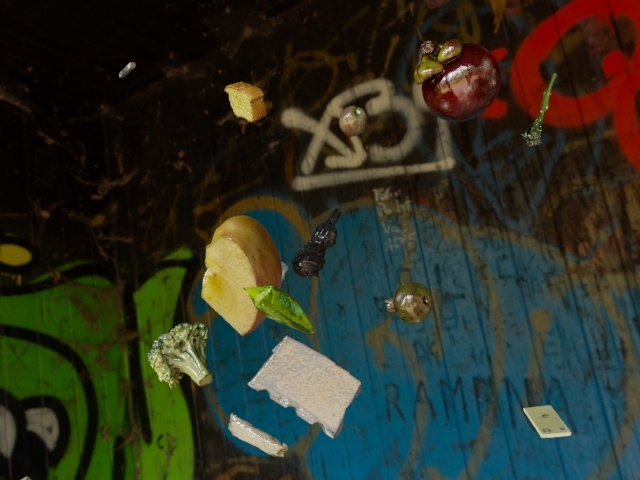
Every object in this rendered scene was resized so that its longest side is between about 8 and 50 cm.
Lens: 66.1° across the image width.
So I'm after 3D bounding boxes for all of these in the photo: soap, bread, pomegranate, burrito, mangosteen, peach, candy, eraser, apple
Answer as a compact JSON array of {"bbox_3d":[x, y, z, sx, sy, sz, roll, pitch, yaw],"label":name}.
[{"bbox_3d":[-0.048,0.356,1.281,0.258,0.159,0.302,31,-13,-5],"label":"soap"},{"bbox_3d":[-0.230,-0.430,1.517,0.065,0.103,0.187,-31,33,-23],"label":"bread"},{"bbox_3d":[0.385,0.260,2.123,0.179,0.179,0.210,-5,17,-27],"label":"pomegranate"},{"bbox_3d":[-0.250,0.767,1.922,0.275,0.082,0.059,20,31,23],"label":"burrito"},{"bbox_3d":[0.355,-0.441,1.325,0.258,0.215,0.215,26,-28,-29],"label":"mangosteen"},{"bbox_3d":[0.089,-0.329,1.361,0.083,0.083,0.083,-10,-10,-2],"label":"peach"},{"bbox_3d":[-0.109,0.155,1.223,0.149,0.069,0.246,29,-6,-22],"label":"candy"},{"bbox_3d":[-0.710,-0.626,1.806,0.099,0.019,0.027,-15,14,42],"label":"eraser"},{"bbox_3d":[-0.236,0.092,1.509,0.252,0.314,0.309,13,-57,-14],"label":"apple"}]

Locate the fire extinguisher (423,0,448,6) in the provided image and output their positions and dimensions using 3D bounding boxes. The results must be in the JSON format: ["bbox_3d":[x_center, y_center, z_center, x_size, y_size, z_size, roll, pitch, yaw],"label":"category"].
[{"bbox_3d":[0.343,-0.758,1.451,0.147,0.106,0.337,16,39,26],"label":"fire extinguisher"}]

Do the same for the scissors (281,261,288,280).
[{"bbox_3d":[-0.263,0.072,1.888,0.191,0.029,0.360,-31,-49,1],"label":"scissors"}]

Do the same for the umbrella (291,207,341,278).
[{"bbox_3d":[0.000,0.000,1.780,0.118,0.118,0.340,-18,32,40],"label":"umbrella"}]

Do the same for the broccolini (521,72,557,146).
[{"bbox_3d":[0.561,-0.327,1.231,0.044,0.218,0.042,35,-15,-25],"label":"broccolini"}]

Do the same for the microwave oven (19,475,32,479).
[{"bbox_3d":[-0.447,0.519,0.757,0.241,0.193,0.145,26,24,27],"label":"microwave oven"}]

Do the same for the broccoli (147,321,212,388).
[{"bbox_3d":[-0.482,0.422,1.784,0.247,0.243,0.263,-51,-29,-7],"label":"broccoli"}]

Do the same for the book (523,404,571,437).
[{"bbox_3d":[0.605,0.485,1.319,0.077,0.014,0.111,-5,19,-1],"label":"book"}]
